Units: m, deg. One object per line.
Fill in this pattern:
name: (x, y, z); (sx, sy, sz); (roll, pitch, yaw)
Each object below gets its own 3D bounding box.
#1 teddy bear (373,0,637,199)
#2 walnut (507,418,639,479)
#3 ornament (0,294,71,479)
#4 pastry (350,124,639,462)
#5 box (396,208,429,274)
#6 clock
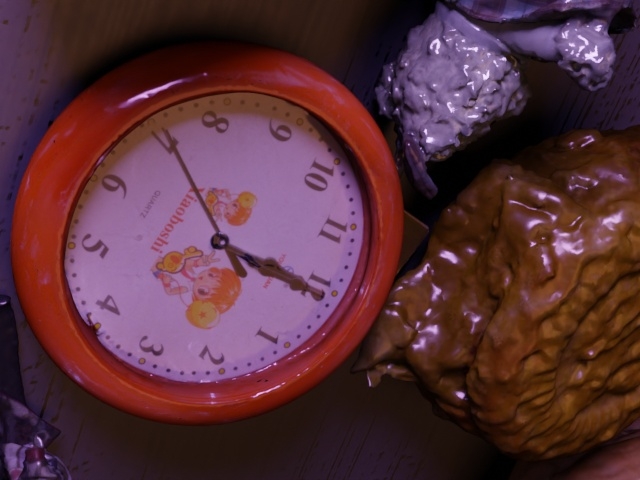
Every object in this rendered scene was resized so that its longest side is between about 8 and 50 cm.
teddy bear: (0.102, -0.123, 0.514); (0.213, 0.133, 0.111); (-38, 128, 7)
walnut: (0.271, 0.264, 0.839); (0.257, 0.257, 0.224); (-23, 162, -24)
ornament: (-0.166, 0.150, 0.435); (0.166, 0.196, 0.153); (-18, 129, -30)
pastry: (0.170, 0.038, 0.655); (0.235, 0.132, 0.240); (26, 97, -52)
box: (0.000, 0.000, 0.586); (0.133, 0.023, 0.090); (31, 98, -46)
clock: (-0.053, 0.000, 0.502); (0.205, 0.051, 0.205); (-7, 112, -18)
